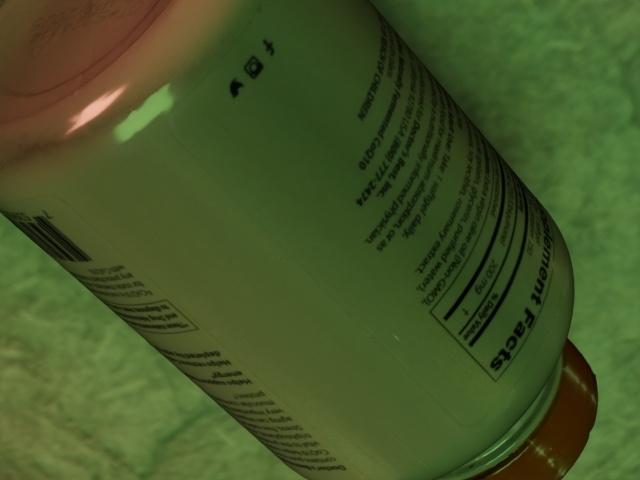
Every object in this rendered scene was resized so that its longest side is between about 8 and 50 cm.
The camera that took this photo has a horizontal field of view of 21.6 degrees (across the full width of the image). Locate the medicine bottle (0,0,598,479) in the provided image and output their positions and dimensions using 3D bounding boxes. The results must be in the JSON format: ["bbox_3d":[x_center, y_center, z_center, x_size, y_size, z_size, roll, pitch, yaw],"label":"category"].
[{"bbox_3d":[0.000,0.000,0.683,0.157,0.157,0.289,-33,124,17],"label":"medicine bottle"}]
